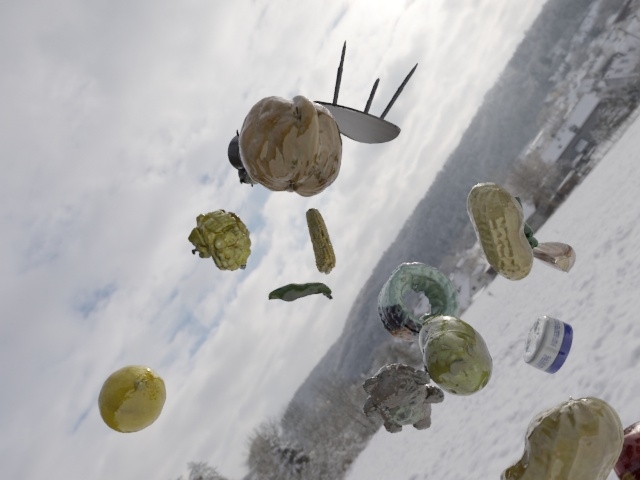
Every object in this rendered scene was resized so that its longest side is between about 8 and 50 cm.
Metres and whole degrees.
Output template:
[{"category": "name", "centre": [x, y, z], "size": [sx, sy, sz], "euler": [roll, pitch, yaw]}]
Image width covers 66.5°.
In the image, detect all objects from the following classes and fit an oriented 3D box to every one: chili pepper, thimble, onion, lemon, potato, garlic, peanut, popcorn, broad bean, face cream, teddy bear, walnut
[{"category": "chili pepper", "centre": [0.723, -0.066, 1.802], "size": [0.061, 0.224, 0.098], "euler": [-28, 3, -39]}, {"category": "thimble", "centre": [0.287, 0.180, 1.466], "size": [0.237, 0.237, 0.150], "euler": [-51, -5, -23]}, {"category": "onion", "centre": [0.851, 0.540, 1.193], "size": [0.248, 0.248, 0.161], "euler": [-41, -62, -50]}, {"category": "lemon", "centre": [-0.514, 0.432, 1.341], "size": [0.178, 0.178, 0.203], "euler": [-43, -6, -46]}, {"category": "potato", "centre": [0.294, 0.254, 1.096], "size": [0.144, 0.169, 0.248], "euler": [-13, 9, -1]}, {"category": "garlic", "centre": [0.864, 0.051, 1.878], "size": [0.128, 0.148, 0.267], "euler": [-55, 26, -9]}, {"category": "peanut", "centre": [0.522, 0.486, 1.058], "size": [0.158, 0.174, 0.339], "euler": [-19, -50, -78]}, {"category": "popcorn", "centre": [-0.317, 0.000, 1.550], "size": [0.169, 0.189, 0.218], "euler": [-52, -19, -31]}, {"category": "broad bean", "centre": [-0.057, 0.151, 1.445], "size": [0.046, 0.196, 0.061], "euler": [-106, 18, -66]}, {"category": "peanut", "centre": [0.546, -0.028, 1.470], "size": [0.152, 0.312, 0.152], "euler": [-15, -4, -1]}, {"category": "face cream", "centre": [0.854, 0.389, 1.846], "size": [0.206, 0.111, 0.205], "euler": [23, -90, -79]}, {"category": "teddy bear", "centre": [0.234, 0.451, 1.397], "size": [0.267, 0.236, 0.151], "euler": [71, -171, -56]}, {"category": "walnut", "centre": [-0.080, -0.268, 1.368], "size": [0.285, 0.297, 0.285], "euler": [-177, 90, -71]}]

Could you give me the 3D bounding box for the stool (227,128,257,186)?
[{"category": "stool", "centre": [-0.244, -0.278, 1.693], "size": [0.125, 0.121, 0.217], "euler": [-37, -49, -45]}]

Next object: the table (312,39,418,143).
[{"category": "table", "centre": [0.163, -0.507, 1.705], "size": [0.317, 0.318, 0.249], "euler": [41, -111, -78]}]

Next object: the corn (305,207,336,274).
[{"category": "corn", "centre": [0.000, 0.000, 1.956], "size": [0.087, 0.288, 0.086], "euler": [-13, -24, -6]}]

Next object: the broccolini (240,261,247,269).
[{"category": "broccolini", "centre": [-0.355, 0.081, 2.212], "size": [0.392, 0.079, 0.073], "euler": [152, 135, -74]}]
